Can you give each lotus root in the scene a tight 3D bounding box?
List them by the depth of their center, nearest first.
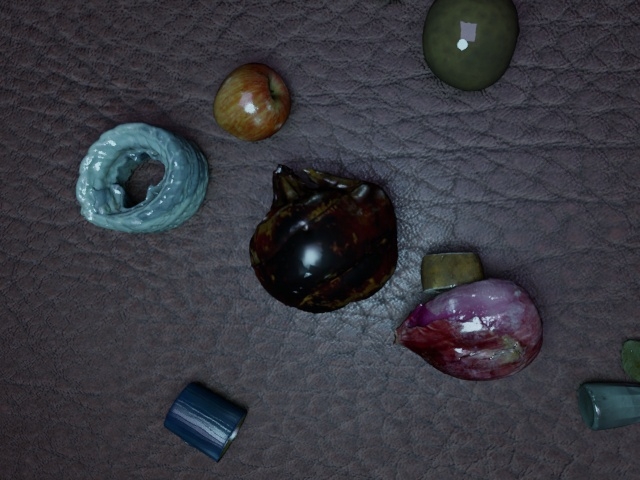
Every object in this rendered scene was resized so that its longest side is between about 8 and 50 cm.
[{"bbox_3d":[0.252,0.064,1.011,0.122,0.112,0.081,-3,84,11],"label":"lotus root"}]

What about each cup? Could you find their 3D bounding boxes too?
[{"bbox_3d":[-0.251,0.393,1.121,0.138,0.113,0.150,29,97,7],"label":"cup"}]

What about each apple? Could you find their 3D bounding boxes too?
[{"bbox_3d":[-0.134,-0.263,1.028,0.131,0.146,0.146,-25,91,31],"label":"apple"}]

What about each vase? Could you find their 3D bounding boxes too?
[{"bbox_3d":[0.607,0.303,0.997,0.214,0.086,0.086,-7,94,5],"label":"vase"}]

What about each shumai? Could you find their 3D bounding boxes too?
[{"bbox_3d":[0.624,0.225,1.002,0.081,0.083,0.082,4,128,-21],"label":"shumai"}]

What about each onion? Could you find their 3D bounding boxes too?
[{"bbox_3d":[0.266,0.190,0.982,0.284,0.120,0.227,-16,127,23],"label":"onion"}]

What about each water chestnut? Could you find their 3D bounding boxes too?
[{"bbox_3d":[0.000,0.000,0.984,0.289,0.289,0.244,-5,61,9],"label":"water chestnut"}]

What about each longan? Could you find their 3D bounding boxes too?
[{"bbox_3d":[0.278,-0.364,0.953,0.205,0.159,0.184,-20,110,-27],"label":"longan"}]

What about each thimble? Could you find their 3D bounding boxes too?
[{"bbox_3d":[-0.353,-0.117,1.066,0.250,0.172,0.204,-33,85,8],"label":"thimble"}]
